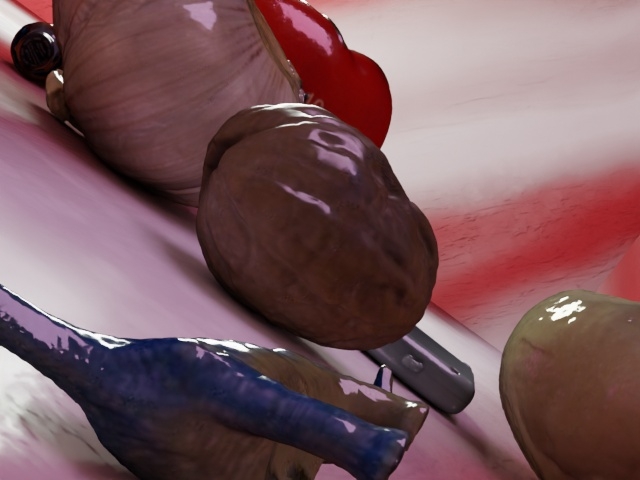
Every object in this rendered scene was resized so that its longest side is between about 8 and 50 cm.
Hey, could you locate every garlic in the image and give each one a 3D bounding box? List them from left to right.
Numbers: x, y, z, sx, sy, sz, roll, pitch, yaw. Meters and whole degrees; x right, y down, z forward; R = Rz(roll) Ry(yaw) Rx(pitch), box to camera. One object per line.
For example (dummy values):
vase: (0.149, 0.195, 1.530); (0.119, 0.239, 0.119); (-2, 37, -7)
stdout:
garlic: (-0.144, -0.176, 1.131); (0.322, 0.241, 0.322); (45, -9, 9)

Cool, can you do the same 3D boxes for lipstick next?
lipstick: (-0.335, -0.241, 1.496); (0.077, 0.077, 0.418); (37, 4, -8)

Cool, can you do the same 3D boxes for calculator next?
calculator: (0.103, 0.124, 1.225); (0.141, 0.045, 0.246); (37, 2, 6)

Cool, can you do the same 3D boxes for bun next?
bun: (0.321, 0.202, 1.057); (0.361, 0.213, 0.361); (33, -14, 9)

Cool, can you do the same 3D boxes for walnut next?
walnut: (0.002, -0.002, 0.904); (0.230, 0.178, 0.178); (40, 1, -30)

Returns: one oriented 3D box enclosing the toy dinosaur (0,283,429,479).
toy dinosaur: (-0.053, 0.046, 0.426); (0.188, 0.075, 0.248); (30, 8, 10)

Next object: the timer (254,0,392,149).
timer: (-0.097, -0.191, 1.552); (0.378, 0.279, 0.378); (35, 2, -1)
